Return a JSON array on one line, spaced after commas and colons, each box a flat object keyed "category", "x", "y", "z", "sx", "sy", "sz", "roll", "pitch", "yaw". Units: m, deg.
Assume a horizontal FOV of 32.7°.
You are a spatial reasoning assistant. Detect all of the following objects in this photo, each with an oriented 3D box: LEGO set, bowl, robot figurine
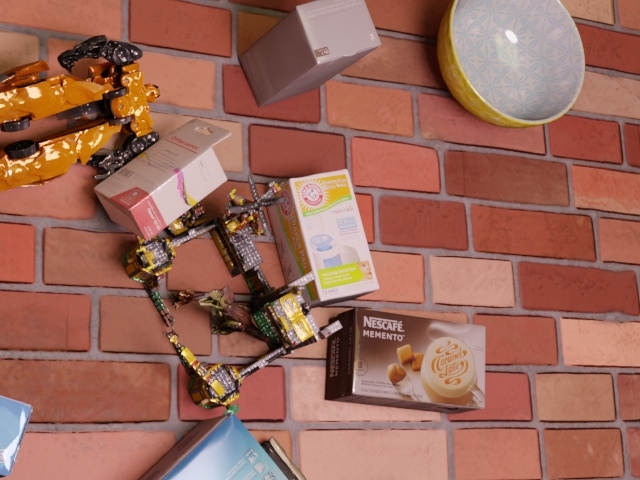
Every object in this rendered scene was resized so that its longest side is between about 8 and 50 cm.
[{"category": "LEGO set", "x": -0.125, "y": 0.079, "z": 1.615, "sx": 0.255, "sy": 0.192, "sz": 0.331, "roll": -19, "pitch": 85, "yaw": -29}, {"category": "bowl", "x": 0.315, "y": -0.324, "z": 1.961, "sx": 0.289, "sy": 0.156, "sz": 0.289, "roll": 7, "pitch": 74, "yaw": -24}, {"category": "robot figurine", "x": -0.372, "y": -0.184, "z": 1.597, "sx": 0.291, "sy": 0.085, "sz": 0.211, "roll": -23, "pitch": 119, "yaw": -30}]

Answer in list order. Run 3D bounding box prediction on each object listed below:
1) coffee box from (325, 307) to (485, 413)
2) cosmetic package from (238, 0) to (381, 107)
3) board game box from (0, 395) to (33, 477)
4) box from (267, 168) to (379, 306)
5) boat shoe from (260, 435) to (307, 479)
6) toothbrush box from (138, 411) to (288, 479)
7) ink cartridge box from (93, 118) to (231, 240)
[{"category": "coffee box", "x": 0.140, "y": 0.198, "z": 1.770, "sx": 0.246, "sy": 0.098, "sz": 0.141, "roll": 11, "pitch": 72, "yaw": -24}, {"category": "cosmetic package", "x": -0.021, "y": -0.303, "z": 1.740, "sx": 0.127, "sy": 0.238, "sz": 0.107, "roll": -22, "pitch": 87, "yaw": -30}, {"category": "board game box", "x": -0.535, "y": 0.208, "z": 1.314, "sx": 0.308, "sy": 0.302, "sz": 0.086, "roll": 22, "pitch": 68, "yaw": -20}, {"category": "box", "x": 0.000, "y": 0.000, "z": 1.749, "sx": 0.114, "sy": 0.103, "sz": 0.203, "roll": -10, "pitch": 82, "yaw": -29}, {"category": "boat shoe", "x": -0.051, "y": 0.361, "z": 1.667, "sx": 0.042, "sy": 0.049, "sz": 0.133, "roll": -38, "pitch": 103, "yaw": -1}, {"category": "toothbrush box", "x": -0.130, "y": 0.430, "z": 1.559, "sx": 0.216, "sy": 0.126, "sz": 0.295, "roll": -43, "pitch": 97, "yaw": -30}, {"category": "ink cartridge box", "x": -0.223, "y": -0.095, "z": 1.628, "sx": 0.198, "sy": 0.115, "sz": 0.067, "roll": -39, "pitch": 129, "yaw": -21}]
